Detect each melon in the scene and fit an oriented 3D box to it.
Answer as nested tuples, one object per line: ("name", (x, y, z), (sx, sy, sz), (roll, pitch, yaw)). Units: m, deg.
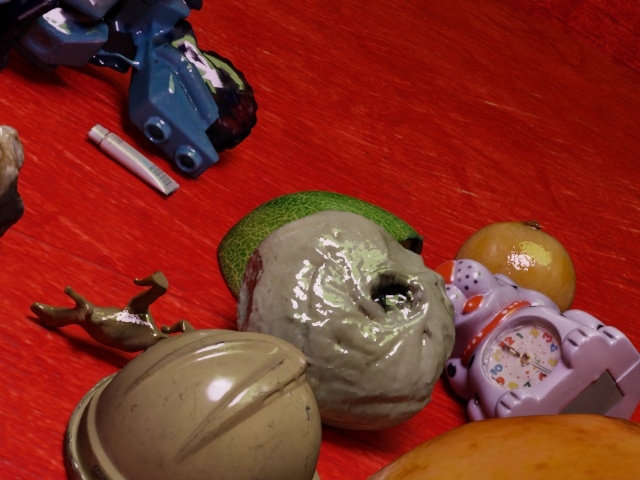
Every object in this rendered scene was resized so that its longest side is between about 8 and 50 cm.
("melon", (0.000, 0.000, 1.393), (0.169, 0.129, 0.265), (37, 25, 15))

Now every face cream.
("face cream", (-0.205, -0.088, 1.426), (0.115, 0.020, 0.038), (36, 24, 2))

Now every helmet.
("helmet", (-0.068, 0.138, 1.041), (0.204, 0.137, 0.257), (45, 27, 23))

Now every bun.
("bun", (0.027, 0.072, 1.217), (0.221, 0.108, 0.221), (5, 77, -19))

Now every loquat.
("loquat", (0.228, 0.052, 1.549), (0.163, 0.163, 0.137), (29, 2, -10))

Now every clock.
("clock", (0.200, 0.112, 1.390), (0.188, 0.189, 0.254), (10, 27, -41))

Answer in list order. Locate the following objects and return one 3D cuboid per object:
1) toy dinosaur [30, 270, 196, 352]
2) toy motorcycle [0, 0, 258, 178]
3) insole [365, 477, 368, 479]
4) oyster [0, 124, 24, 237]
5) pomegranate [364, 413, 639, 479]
("toy dinosaur", (-0.158, 0.085, 1.125), (0.162, 0.126, 0.039), (48, 36, -39))
("toy motorcycle", (-0.258, -0.228, 1.461), (0.416, 0.172, 0.232), (45, 45, -15))
("insole", (0.179, 0.280, 1.233), (0.348, 0.009, 0.119), (18, 29, -31))
("oyster", (-0.334, -0.052, 1.082), (0.110, 0.166, 0.341), (31, 6, 16))
("pomegranate", (0.127, 0.307, 0.757), (0.410, 0.410, 0.410), (27, 25, -14))
